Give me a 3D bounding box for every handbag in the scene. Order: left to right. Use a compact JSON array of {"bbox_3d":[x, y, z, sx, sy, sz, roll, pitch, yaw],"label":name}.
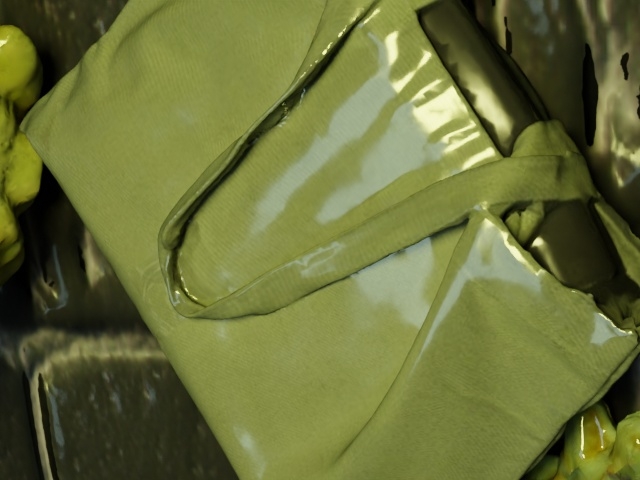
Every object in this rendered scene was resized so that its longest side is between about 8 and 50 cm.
[{"bbox_3d":[0.000,-0.005,0.748,0.253,0.109,0.315,-43,73,35],"label":"handbag"}]

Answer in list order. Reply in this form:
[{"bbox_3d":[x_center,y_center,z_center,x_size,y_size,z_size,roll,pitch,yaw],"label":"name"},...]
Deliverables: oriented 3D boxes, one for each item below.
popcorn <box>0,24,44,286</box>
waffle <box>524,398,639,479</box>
[{"bbox_3d":[-0.290,-0.043,0.890,0.293,0.237,0.293,23,130,31],"label":"popcorn"},{"bbox_3d":[0.158,0.186,0.710,0.223,0.054,0.204,44,129,35],"label":"waffle"}]
